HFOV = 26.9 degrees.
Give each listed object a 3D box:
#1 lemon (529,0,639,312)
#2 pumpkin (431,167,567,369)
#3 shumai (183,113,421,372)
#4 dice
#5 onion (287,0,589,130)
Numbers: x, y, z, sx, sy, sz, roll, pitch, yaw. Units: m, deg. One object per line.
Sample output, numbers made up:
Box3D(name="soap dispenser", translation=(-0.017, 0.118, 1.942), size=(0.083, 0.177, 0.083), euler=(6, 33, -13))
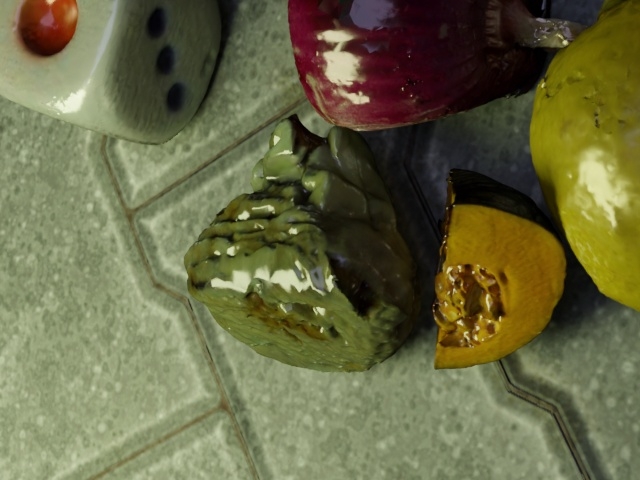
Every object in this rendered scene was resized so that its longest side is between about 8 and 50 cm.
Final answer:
Box3D(name="lemon", translation=(0.305, -0.066, 1.093), size=(0.260, 0.260, 0.284), euler=(-3, 98, 29))
Box3D(name="pumpkin", translation=(0.158, -0.008, 1.209), size=(0.111, 0.278, 0.163), euler=(0, 55, 2))
Box3D(name="shumai", translation=(-0.001, 0.002, 1.328), size=(0.255, 0.189, 0.218), euler=(-1, 64, 37))
Box3D(name="dice", translation=(-0.235, -0.219, 1.447), size=(0.194, 0.192, 0.193), euler=(21, 94, 28))
Box3D(name="onion", translation=(0.082, -0.226, 1.250), size=(0.272, 0.230, 0.256), euler=(-26, 73, 31))
